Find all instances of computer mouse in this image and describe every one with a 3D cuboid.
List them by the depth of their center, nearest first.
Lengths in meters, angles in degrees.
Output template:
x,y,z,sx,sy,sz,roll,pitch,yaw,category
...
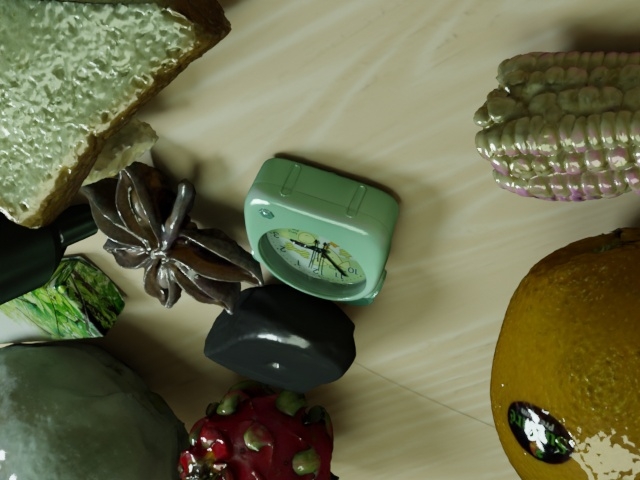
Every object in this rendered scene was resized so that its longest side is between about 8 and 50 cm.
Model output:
x,y,z,sx,sy,sz,roll,pitch,yaw,category
-0.036,0.099,1.841,0.137,0.086,0.269,23,163,-11,computer mouse

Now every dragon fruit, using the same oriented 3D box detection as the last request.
x,y,z,sx,sy,sz,roll,pitch,yaw,category
-0.075,0.281,2.033,0.198,0.218,0.273,-17,155,-12,dragon fruit

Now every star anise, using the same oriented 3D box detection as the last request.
x,y,z,sx,sy,sz,roll,pitch,yaw,category
-0.166,-0.002,1.775,0.197,0.073,0.212,-13,124,46,star anise

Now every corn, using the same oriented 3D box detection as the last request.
x,y,z,sx,sy,sz,roll,pitch,yaw,category
0.281,-0.084,1.297,0.335,0.127,0.127,4,144,29,corn

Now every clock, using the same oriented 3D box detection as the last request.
x,y,z,sx,sy,sz,roll,pitch,yaw,category
0.000,0.001,1.688,0.148,0.060,0.188,19,150,8,clock

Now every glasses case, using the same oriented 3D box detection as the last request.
x,y,z,sx,sy,sz,roll,pitch,yaw,category
-0.364,0.074,2.060,0.272,0.062,0.095,-6,132,40,glasses case

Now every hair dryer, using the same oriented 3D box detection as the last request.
x,y,z,sx,sy,sz,roll,pitch,yaw,category
-0.395,-0.072,1.802,0.116,0.244,0.302,-23,93,41,hair dryer

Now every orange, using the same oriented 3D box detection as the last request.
x,y,z,sx,sy,sz,roll,pitch,yaw,category
0.280,0.124,1.483,0.274,0.274,0.274,18,149,11,orange

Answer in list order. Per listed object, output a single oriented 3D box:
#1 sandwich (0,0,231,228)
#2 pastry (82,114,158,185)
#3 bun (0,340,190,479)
x,y,z,sx,sy,sz,roll,pitch,yaw,category
-0.251,-0.181,1.491,0.288,0.099,0.254,-41,87,28,sandwich
-0.266,-0.084,1.683,0.258,0.121,0.089,-19,105,53,pastry
-0.290,0.261,2.105,0.362,0.211,0.362,40,-177,-3,bun
